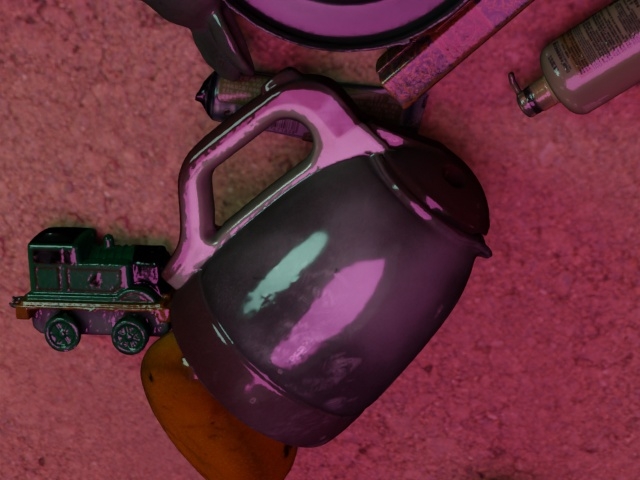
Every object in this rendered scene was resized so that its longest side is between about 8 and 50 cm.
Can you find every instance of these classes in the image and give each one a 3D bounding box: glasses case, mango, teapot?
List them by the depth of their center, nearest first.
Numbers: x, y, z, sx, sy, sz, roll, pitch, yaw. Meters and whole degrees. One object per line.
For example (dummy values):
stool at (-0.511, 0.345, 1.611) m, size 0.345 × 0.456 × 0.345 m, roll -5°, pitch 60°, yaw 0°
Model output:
glasses case at (0.147, -0.220, 0.969) m, size 0.218 × 0.075 × 0.049 m, roll -39°, pitch 104°, yaw 25°
teapot at (0.000, 0.000, 1.034) m, size 0.315 × 0.233 × 0.312 m, roll 40°, pitch 110°, yaw -12°
mango at (-0.114, 0.189, 1.180) m, size 0.177 × 0.120 × 0.295 m, roll 20°, pitch 144°, yaw 29°

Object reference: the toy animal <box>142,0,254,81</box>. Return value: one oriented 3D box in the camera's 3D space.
toy animal at (-0.152, -0.260, 0.982) m, size 0.251 × 0.127 × 0.125 m, roll 39°, pitch 95°, yaw -24°

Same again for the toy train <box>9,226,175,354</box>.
toy train at (-0.251, 0.052, 1.171) m, size 0.227 × 0.091 × 0.136 m, roll -1°, pitch 108°, yaw 9°

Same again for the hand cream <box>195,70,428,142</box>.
hand cream at (-0.012, -0.135, 1.061) m, size 0.235 × 0.055 × 0.086 m, roll 9°, pitch 124°, yaw -5°

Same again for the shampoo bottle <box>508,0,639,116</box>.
shampoo bottle at (0.261, -0.170, 0.977) m, size 0.162 × 0.079 × 0.079 m, roll -32°, pitch 110°, yaw 23°

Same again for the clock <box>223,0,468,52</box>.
clock at (0.023, -0.322, 0.898) m, size 0.312 × 0.061 × 0.313 m, roll 0°, pitch 106°, yaw 1°
